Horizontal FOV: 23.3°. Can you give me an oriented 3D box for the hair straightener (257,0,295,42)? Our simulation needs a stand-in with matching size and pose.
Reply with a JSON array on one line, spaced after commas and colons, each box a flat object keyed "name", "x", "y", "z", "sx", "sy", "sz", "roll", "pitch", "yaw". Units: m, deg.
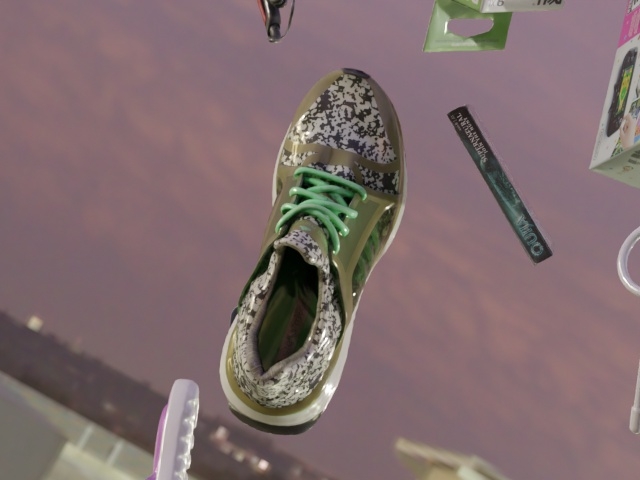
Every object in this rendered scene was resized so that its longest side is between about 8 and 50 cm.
[{"name": "hair straightener", "x": -0.079, "y": -0.382, "z": 2.266, "sx": 0.047, "sy": 0.230, "sz": 0.089, "roll": 6, "pitch": -39, "yaw": -22}]

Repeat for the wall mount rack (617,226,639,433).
[{"name": "wall mount rack", "x": 0.515, "y": 0.119, "z": 1.897, "sx": 0.350, "sy": 0.304, "sz": 0.130, "roll": 21, "pitch": -11, "yaw": 40}]

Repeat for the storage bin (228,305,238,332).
[{"name": "storage bin", "x": -0.044, "y": 0.136, "z": 2.077, "sx": 0.135, "sy": 0.098, "sz": 0.091, "roll": 8, "pitch": 6, "yaw": 20}]

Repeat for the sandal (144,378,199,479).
[{"name": "sandal", "x": -0.255, "y": 0.389, "z": 2.203, "sx": 0.102, "sy": 0.416, "sz": 0.169, "roll": 11, "pitch": -35, "yaw": 2}]

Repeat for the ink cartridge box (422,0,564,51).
[{"name": "ink cartridge box", "x": 0.168, "y": -0.256, "z": 1.361, "sx": 0.109, "sy": 0.209, "sz": 0.062, "roll": -9, "pitch": 30, "yaw": -40}]

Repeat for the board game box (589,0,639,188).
[{"name": "board game box", "x": 0.396, "y": -0.191, "z": 1.528, "sx": 0.097, "sy": 0.224, "sz": 0.303, "roll": 19, "pitch": -18, "yaw": -14}]

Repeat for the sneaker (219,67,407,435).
[{"name": "sneaker", "x": 0.000, "y": 0.000, "z": 1.648, "sx": 0.158, "sy": 0.410, "sz": 0.182, "roll": 13, "pitch": -12, "yaw": 3}]

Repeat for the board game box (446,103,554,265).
[{"name": "board game box", "x": 0.196, "y": -0.063, "z": 1.678, "sx": 0.186, "sy": 0.026, "sz": 0.126, "roll": 60, "pitch": 11, "yaw": 1}]
